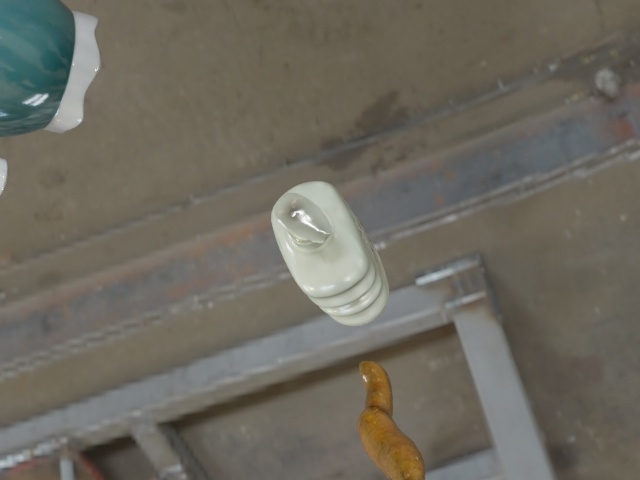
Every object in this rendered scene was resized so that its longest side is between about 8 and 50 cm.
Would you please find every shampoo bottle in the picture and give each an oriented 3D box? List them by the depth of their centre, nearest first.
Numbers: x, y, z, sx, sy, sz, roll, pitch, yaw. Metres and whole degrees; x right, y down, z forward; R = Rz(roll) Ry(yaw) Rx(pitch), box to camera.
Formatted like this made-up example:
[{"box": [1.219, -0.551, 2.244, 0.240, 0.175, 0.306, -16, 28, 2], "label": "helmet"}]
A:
[{"box": [0.000, 0.000, 0.805, 0.045, 0.077, 0.152, -25, 162, 7], "label": "shampoo bottle"}]

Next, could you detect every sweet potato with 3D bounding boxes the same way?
[{"box": [0.051, 0.152, 1.164, 0.044, 0.179, 0.044, -4, 114, -9], "label": "sweet potato"}]

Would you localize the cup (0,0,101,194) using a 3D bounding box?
[{"box": [-0.285, -0.162, 1.260, 0.173, 0.299, 0.167, 12, 141, -25], "label": "cup"}]
